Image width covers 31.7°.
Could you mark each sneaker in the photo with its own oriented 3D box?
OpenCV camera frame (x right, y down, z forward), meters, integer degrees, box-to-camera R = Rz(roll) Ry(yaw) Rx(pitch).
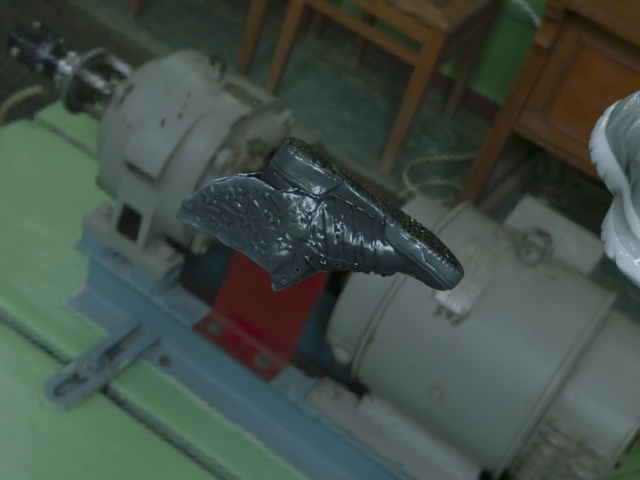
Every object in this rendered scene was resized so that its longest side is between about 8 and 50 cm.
[{"bbox_3d":[0.284,-0.054,0.867,0.105,0.115,0.281,39,28,-13],"label":"sneaker"},{"bbox_3d":[0.000,0.001,0.716,0.170,0.089,0.051,37,13,0],"label":"sneaker"}]
